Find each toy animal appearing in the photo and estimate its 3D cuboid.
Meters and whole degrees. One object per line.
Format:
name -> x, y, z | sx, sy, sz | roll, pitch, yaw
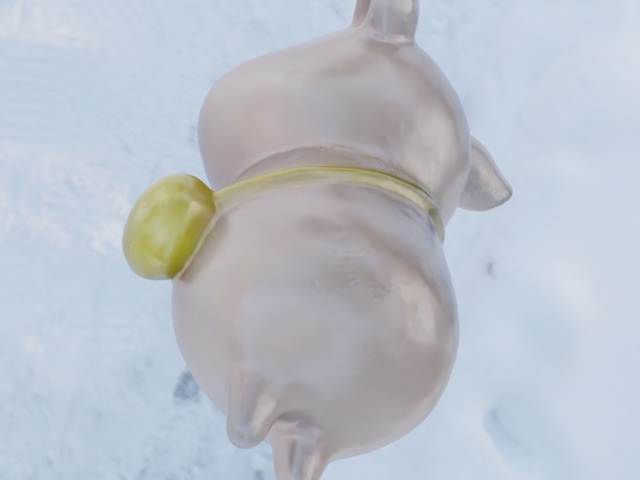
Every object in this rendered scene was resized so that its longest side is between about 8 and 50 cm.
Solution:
toy animal -> 0.000, -0.002, 0.477 | 0.165, 0.149, 0.248 | 66, 33, -46
